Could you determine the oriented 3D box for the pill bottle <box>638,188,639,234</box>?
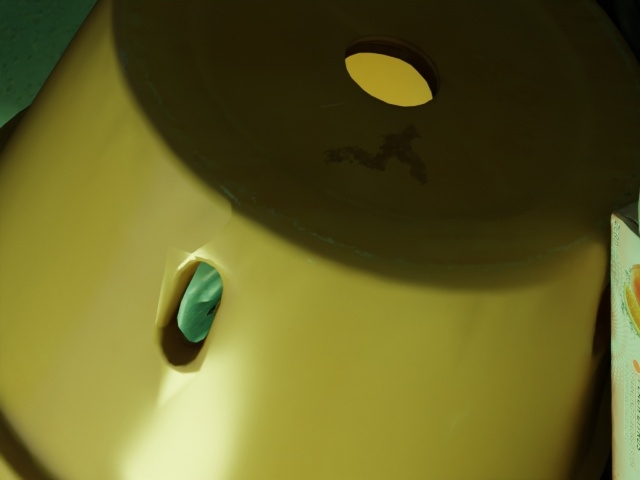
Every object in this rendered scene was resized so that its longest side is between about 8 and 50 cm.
[{"bbox_3d":[0.161,0.032,0.343,0.176,0.176,0.319,164,85,-76],"label":"pill bottle"}]

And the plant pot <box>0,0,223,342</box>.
[{"bbox_3d":[-0.098,-0.084,1.031,0.252,0.248,0.247,48,162,9],"label":"plant pot"}]

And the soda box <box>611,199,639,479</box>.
[{"bbox_3d":[0.141,0.062,0.684,0.058,0.063,0.183,-126,20,-44],"label":"soda box"}]

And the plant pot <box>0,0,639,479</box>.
[{"bbox_3d":[0.000,0.000,0.751,0.291,0.291,0.203,60,146,30],"label":"plant pot"}]
